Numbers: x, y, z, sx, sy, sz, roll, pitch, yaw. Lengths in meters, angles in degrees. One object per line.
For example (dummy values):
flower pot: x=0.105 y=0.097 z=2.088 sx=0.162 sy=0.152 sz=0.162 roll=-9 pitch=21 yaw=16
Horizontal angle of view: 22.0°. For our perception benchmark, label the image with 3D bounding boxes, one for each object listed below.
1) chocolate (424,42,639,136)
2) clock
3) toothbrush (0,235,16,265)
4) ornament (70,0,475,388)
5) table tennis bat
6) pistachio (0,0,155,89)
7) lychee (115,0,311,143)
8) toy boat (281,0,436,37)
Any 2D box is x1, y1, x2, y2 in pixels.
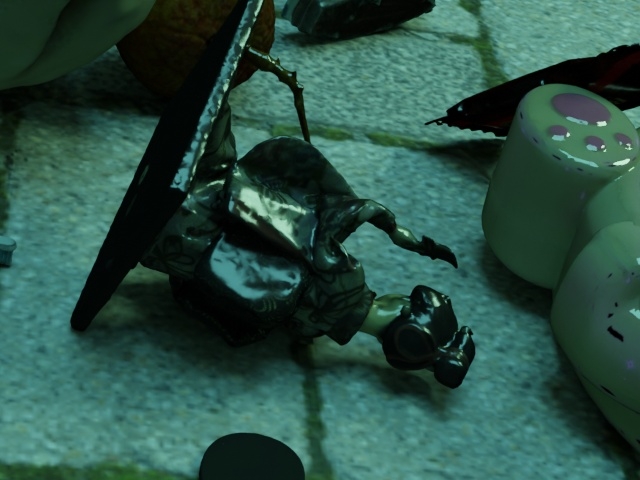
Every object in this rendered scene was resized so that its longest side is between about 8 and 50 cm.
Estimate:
chocolate: x=0.148 y=-0.092 z=1.006 sx=0.086 sy=0.028 sz=0.182 roll=3 pitch=-11 yaw=-36
clock: x=0.257 y=0.037 z=0.895 sx=0.284 sy=0.114 sz=0.309 roll=2 pitch=37 yaw=-21
toothbrush: x=-0.240 y=-0.009 z=0.858 sx=0.162 sy=0.017 sz=0.014 roll=11 pitch=28 yaw=-5
ornament: x=0.000 y=0.000 z=0.845 sx=0.196 sy=0.166 sz=0.153 roll=29 pitch=54 yaw=-12
table tennis bat: x=-0.033 y=0.117 z=0.762 sx=0.050 sy=0.007 sz=0.083 roll=14 pitch=32 yaw=-1
pistachio: x=-0.201 y=-0.198 z=0.964 sx=0.207 sy=0.226 sz=0.332 roll=26 pitch=7 yaw=-43
lychee: x=-0.069 y=-0.134 z=1.029 sx=0.140 sy=0.114 sz=0.101 roll=9 pitch=64 yaw=25
toy boat: x=0.027 y=-0.183 z=1.169 sx=0.140 sy=0.059 sz=0.066 roll=-14 pitch=60 yaw=-39
